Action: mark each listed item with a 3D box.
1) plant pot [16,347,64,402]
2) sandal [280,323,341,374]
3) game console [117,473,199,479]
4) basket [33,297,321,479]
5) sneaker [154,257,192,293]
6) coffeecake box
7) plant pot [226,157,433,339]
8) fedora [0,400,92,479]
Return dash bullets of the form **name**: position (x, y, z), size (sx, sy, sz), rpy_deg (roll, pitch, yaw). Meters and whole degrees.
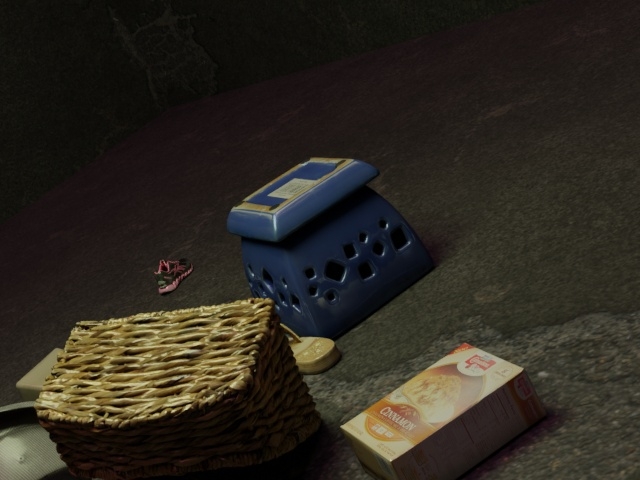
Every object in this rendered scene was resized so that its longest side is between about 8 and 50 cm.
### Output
- **plant pot**: position (-0.413, 0.252, 2.028), size (0.096, 0.109, 0.109), rpy_deg (1, 31, 34)
- **sandal**: position (-0.066, 0.146, 1.846), size (0.088, 0.079, 0.240), rpy_deg (-39, 21, -32)
- **game console**: position (-0.211, 0.329, 1.539), size (0.144, 0.124, 0.085), rpy_deg (-6, 54, 48)
- **basket**: position (-0.173, 0.230, 1.540), size (0.299, 0.223, 0.213), rpy_deg (-8, 35, 17)
- **sneaker**: position (-0.297, 0.057, 2.469), size (0.047, 0.057, 0.119), rpy_deg (-21, 18, 26)
- **coffeecake box**: position (0.138, 0.205, 1.403), size (0.185, 0.068, 0.142), rpy_deg (-32, 17, -15)
- **plant pot**: position (0.000, 0.000, 1.942), size (0.236, 0.212, 0.236), rpy_deg (-33, 18, -20)
- **fedora**: position (-0.416, 0.344, 1.652), size (0.275, 0.243, 0.124), rpy_deg (-24, 45, -19)
